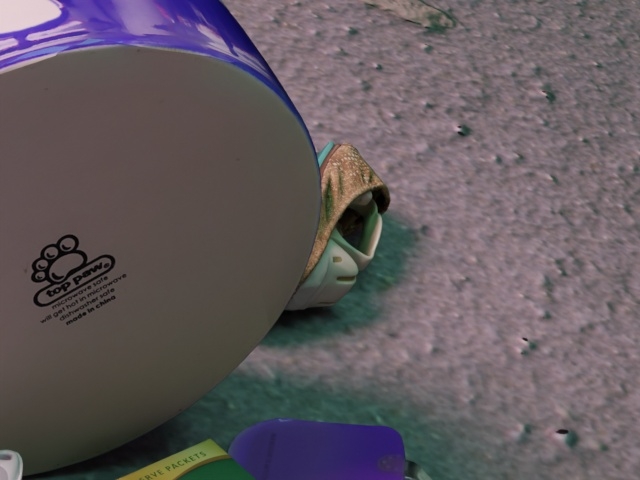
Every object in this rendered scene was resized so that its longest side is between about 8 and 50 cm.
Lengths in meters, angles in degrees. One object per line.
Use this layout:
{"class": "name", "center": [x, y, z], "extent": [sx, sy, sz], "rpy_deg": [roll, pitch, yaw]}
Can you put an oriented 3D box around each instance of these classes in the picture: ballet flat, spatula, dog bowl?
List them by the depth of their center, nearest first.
{"class": "dog bowl", "center": [-0.136, -0.014, 0.828], "extent": [0.265, 0.265, 0.104], "rpy_deg": [-2, 40, -34]}
{"class": "spatula", "center": [0.094, 0.149, 0.940], "extent": [0.296, 0.030, 0.084], "rpy_deg": [18, 28, -5]}
{"class": "ballet flat", "center": [0.000, 0.000, 1.092], "extent": [0.067, 0.073, 0.206], "rpy_deg": [37, 34, -1]}

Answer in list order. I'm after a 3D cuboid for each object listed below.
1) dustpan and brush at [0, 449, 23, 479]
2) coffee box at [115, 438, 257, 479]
{"class": "dustpan and brush", "center": [-0.149, 0.158, 0.732], "extent": [0.147, 0.060, 0.211], "rpy_deg": [3, 20, 0]}
{"class": "coffee box", "center": [-0.032, 0.173, 0.812], "extent": [0.184, 0.040, 0.113], "rpy_deg": [39, 34, 28]}
